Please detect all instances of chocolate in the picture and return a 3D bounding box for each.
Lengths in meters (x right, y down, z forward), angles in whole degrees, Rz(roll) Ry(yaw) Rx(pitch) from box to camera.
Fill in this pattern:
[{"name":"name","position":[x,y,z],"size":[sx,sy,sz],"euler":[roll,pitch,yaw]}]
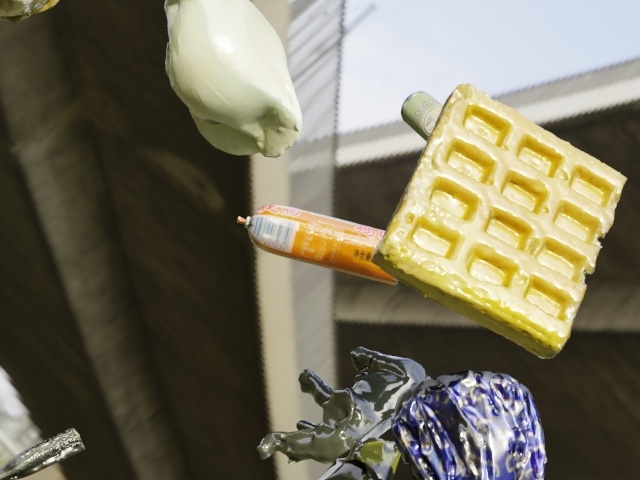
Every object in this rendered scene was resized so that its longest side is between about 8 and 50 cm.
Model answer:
[{"name":"chocolate","position":[0.146,0.276,1.158],"size":[0.148,0.343,0.126],"euler":[22,-42,-39]}]

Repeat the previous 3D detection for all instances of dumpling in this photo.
[{"name":"dumpling","position":[-0.106,-0.181,1.510],"size":[0.151,0.124,0.229],"euler":[-28,-91,58]}]

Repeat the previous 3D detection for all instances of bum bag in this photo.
[{"name":"bum bag","position":[-0.001,0.268,1.399],"size":[0.060,0.232,0.107],"euler":[41,18,-13]}]

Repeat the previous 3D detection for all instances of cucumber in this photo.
[{"name":"cucumber","position":[-0.424,0.324,2.124],"size":[0.043,0.163,0.039],"euler":[64,-17,10]}]

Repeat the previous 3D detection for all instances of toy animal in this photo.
[{"name":"toy animal","position":[0.033,0.208,1.818],"size":[0.146,0.245,0.115],"euler":[17,-40,50]}]

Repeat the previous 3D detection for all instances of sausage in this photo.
[{"name":"sausage","position":[0.000,0.000,1.989],"size":[0.234,0.071,0.071],"euler":[15,-20,-2]}]

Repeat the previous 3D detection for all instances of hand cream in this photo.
[{"name":"hand cream","position":[0.201,-0.154,2.181],"size":[0.235,0.086,0.055],"euler":[45,-21,38]}]

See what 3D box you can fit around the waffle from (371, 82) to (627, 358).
[{"name":"waffle","position":[0.194,-0.022,1.559],"size":[0.221,0.248,0.055],"euler":[29,-31,-4]}]

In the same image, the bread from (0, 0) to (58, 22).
[{"name":"bread","position":[-0.244,-0.389,1.482],"size":[0.191,0.370,0.314],"euler":[30,-19,-32]}]
